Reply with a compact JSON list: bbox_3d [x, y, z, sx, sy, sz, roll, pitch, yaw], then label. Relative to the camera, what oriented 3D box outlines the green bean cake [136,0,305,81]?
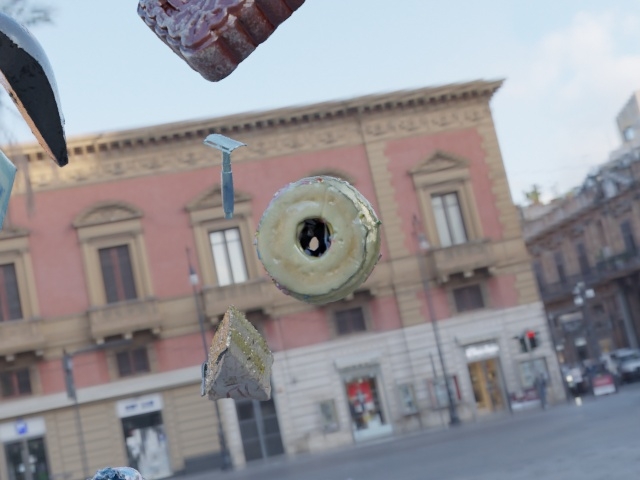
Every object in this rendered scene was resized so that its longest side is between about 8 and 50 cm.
[{"bbox_3d":[-0.093,-0.226,0.915,0.135,0.135,0.056,-47,-39,0],"label":"green bean cake"}]

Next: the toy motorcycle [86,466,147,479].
[{"bbox_3d":[-0.313,0.385,1.353,0.108,0.239,0.204,17,-44,4],"label":"toy motorcycle"}]

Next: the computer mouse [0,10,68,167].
[{"bbox_3d":[-0.479,-0.260,1.653,0.087,0.295,0.168,-33,40,-15],"label":"computer mouse"}]

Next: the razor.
[{"bbox_3d":[-0.147,-0.097,1.574,0.068,0.135,0.040,23,36,38],"label":"razor"}]

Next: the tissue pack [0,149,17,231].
[{"bbox_3d":[-0.447,-0.006,1.150,0.089,0.263,0.177,5,-23,11],"label":"tissue pack"}]

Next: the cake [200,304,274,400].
[{"bbox_3d":[-0.068,0.096,0.855,0.065,0.052,0.121,7,-29,-6],"label":"cake"}]

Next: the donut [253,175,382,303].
[{"bbox_3d":[0.000,0.000,1.324,0.174,0.175,0.068,-14,-11,13],"label":"donut"}]
